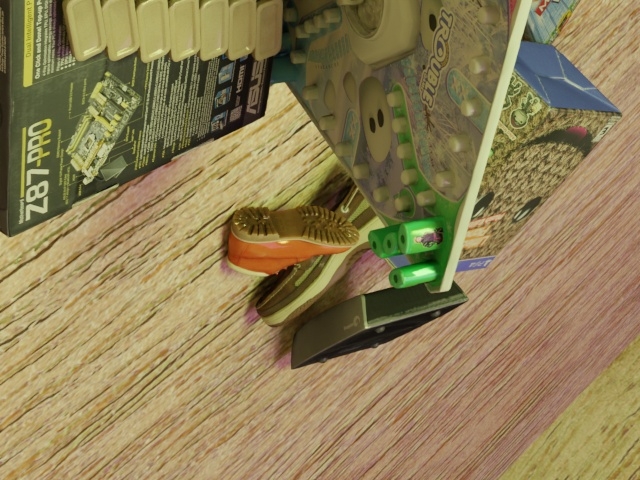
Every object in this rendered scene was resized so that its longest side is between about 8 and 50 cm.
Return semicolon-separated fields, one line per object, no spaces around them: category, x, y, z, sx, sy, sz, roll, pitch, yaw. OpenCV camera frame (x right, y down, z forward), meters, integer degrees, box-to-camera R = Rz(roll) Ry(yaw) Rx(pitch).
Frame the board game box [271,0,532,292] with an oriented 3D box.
board game box;0.037;-0.213;1.210;0.050;0.390;0.390;-10;135;-24

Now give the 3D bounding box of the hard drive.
hard drive;0.067;0.106;1.843;0.172;0.054;0.255;-14;170;-26

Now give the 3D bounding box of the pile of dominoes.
pile of dominoes;-0.105;-0.238;1.130;0.251;0.040;0.196;-8;129;-44

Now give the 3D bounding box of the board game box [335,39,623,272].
board game box;0.205;-0.105;1.800;0.291;0.141;0.232;-51;157;25

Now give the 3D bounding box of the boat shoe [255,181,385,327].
boat shoe;0.001;-0.003;1.734;0.257;0.095;0.095;-43;-171;17

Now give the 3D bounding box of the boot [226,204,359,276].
boot;-0.035;0.005;1.659;0.158;0.059;0.084;2;133;-18

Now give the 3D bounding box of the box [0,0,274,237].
box;-0.158;-0.225;1.180;0.318;0.097;0.395;-33;147;-38

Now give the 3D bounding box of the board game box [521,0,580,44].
board game box;0.286;-0.350;1.790;0.194;0.060;0.194;-57;154;9
